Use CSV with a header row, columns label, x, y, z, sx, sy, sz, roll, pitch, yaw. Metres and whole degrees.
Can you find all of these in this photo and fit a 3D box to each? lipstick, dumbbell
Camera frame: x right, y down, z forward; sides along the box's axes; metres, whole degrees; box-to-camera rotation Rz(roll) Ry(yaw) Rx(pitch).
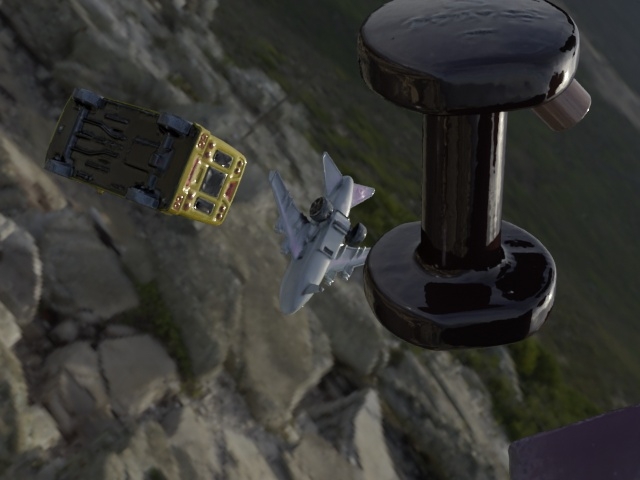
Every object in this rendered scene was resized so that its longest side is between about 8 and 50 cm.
label,x,y,z,sx,sy,sz,roll,pitch,yaw
lipstick,0.253,-0.248,1.429,0.254,0.070,0.070,40,22,-25
dumbbell,0.095,-0.046,0.721,0.124,0.140,0.226,-103,-170,-55

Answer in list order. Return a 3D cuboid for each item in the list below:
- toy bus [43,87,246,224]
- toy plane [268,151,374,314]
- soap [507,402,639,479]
label,x,y,z,sx,sy,sz,roll,pitch,yaw
toy bus,-0.274,-0.123,1.642,0.331,0.145,0.151,20,-2,42
toy plane,0.000,0.000,1.125,0.162,0.065,0.171,35,61,-31
soap,0.264,0.226,0.655,0.107,0.296,0.285,42,36,-34
